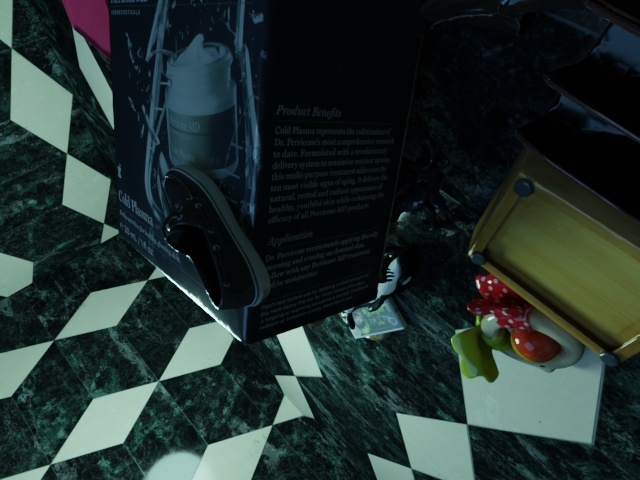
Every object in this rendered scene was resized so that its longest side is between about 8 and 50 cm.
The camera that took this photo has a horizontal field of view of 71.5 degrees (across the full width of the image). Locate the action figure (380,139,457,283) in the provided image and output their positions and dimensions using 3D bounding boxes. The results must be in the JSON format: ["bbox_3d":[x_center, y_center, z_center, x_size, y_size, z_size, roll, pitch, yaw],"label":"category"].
[{"bbox_3d":[0.153,-0.054,0.797,0.164,0.141,0.275,51,130,22],"label":"action figure"}]

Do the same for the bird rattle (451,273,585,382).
[{"bbox_3d":[0.349,0.149,0.776,0.207,0.143,0.253,22,141,13],"label":"bird rattle"}]

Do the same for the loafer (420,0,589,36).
[{"bbox_3d":[0.210,-0.269,0.506,0.220,0.080,0.078,15,134,50],"label":"loafer"}]

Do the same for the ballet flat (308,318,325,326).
[{"bbox_3d":[-0.049,0.093,1.206,0.124,0.116,0.342,-8,111,51],"label":"ballet flat"}]

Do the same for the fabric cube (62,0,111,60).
[{"bbox_3d":[-0.374,-0.546,0.905,0.254,0.258,0.259,41,151,24],"label":"fabric cube"}]

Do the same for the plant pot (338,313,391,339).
[{"bbox_3d":[0.104,0.200,1.282,0.236,0.032,0.236,39,150,27],"label":"plant pot"}]

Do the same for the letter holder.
[{"bbox_3d":[0.329,-0.068,0.372,0.302,0.214,0.152,42,134,20],"label":"letter holder"}]

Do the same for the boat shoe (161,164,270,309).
[{"bbox_3d":[-0.151,-0.007,0.547,0.228,0.076,0.080,55,132,20],"label":"boat shoe"}]

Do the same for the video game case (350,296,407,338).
[{"bbox_3d":[0.116,0.171,1.177,0.190,0.022,0.173,-27,94,48],"label":"video game case"}]

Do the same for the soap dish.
[{"bbox_3d":[0.350,0.015,0.582,0.291,0.118,0.229,41,150,21],"label":"soap dish"}]

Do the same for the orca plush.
[{"bbox_3d":[0.149,0.125,1.043,0.102,0.151,0.287,19,128,-16],"label":"orca plush"}]

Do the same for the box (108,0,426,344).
[{"bbox_3d":[-0.127,-0.169,0.759,0.480,0.297,0.471,26,116,42],"label":"box"}]
